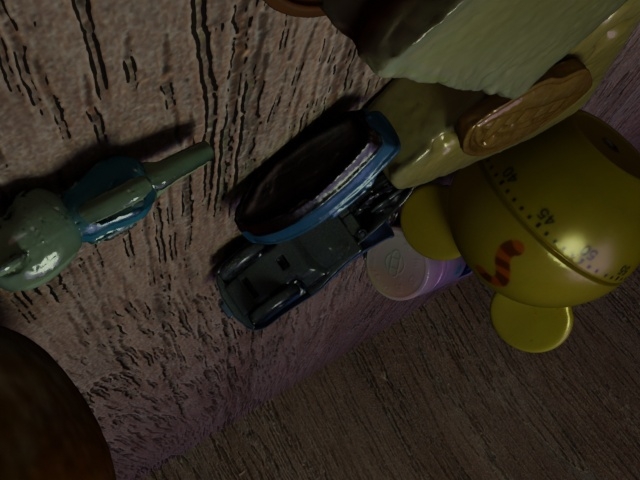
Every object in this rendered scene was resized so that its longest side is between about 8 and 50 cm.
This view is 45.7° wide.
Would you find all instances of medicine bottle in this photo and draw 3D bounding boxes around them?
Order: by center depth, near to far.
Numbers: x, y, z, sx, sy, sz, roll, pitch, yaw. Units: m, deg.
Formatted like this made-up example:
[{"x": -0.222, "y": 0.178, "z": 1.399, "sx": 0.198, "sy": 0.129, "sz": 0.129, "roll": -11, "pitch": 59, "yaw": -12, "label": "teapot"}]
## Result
[{"x": 0.216, "y": 0.028, "z": 1.556, "sx": 0.152, "sy": 0.152, "sz": 0.254, "roll": -44, "pitch": 163, "yaw": 33, "label": "medicine bottle"}]

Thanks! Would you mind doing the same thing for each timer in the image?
[{"x": 0.362, "y": -0.031, "z": 1.307, "sx": 0.376, "sy": 0.376, "sz": 0.387, "roll": -13, "pitch": 150, "yaw": -53, "label": "timer"}]

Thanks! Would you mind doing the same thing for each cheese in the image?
[{"x": 0.254, "y": -0.229, "z": 0.917, "sx": 0.384, "sy": 0.104, "sz": 0.384, "roll": -31, "pitch": 166, "yaw": -9, "label": "cheese"}]

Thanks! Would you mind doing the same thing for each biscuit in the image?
[{"x": 0.232, "y": -0.148, "z": 0.868, "sx": 0.220, "sy": 0.029, "sz": 0.142, "roll": -21, "pitch": 161, "yaw": -38, "label": "biscuit"}]

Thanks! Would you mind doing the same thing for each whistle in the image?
[{"x": -0.198, "y": -0.031, "z": 0.662, "sx": 0.235, "sy": 0.077, "sz": 0.114, "roll": -33, "pitch": -166, "yaw": -23, "label": "whistle"}]

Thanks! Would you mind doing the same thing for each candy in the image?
[{"x": 0.133, "y": -0.216, "z": 0.578, "sx": 0.179, "sy": 0.135, "sz": 0.320, "roll": -42, "pitch": 166, "yaw": 29, "label": "candy"}]

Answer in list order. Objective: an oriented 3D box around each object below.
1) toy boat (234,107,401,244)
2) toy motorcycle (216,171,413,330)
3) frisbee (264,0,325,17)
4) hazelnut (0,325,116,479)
[{"x": -0.005, "y": -0.067, "z": 0.897, "sx": 0.223, "sy": 0.100, "sz": 0.097, "roll": -37, "pitch": 151, "yaw": 17, "label": "toy boat"}, {"x": 0.000, "y": 0.000, "z": 1.098, "sx": 0.358, "sy": 0.125, "sz": 0.212, "roll": -37, "pitch": 173, "yaw": 21, "label": "toy motorcycle"}, {"x": 0.052, "y": -0.260, "z": 0.558, "sx": 0.251, "sy": 0.021, "sz": 0.251, "roll": -32, "pitch": 165, "yaw": -10, "label": "frisbee"}, {"x": -0.383, "y": 0.246, "z": 0.688, "sx": 0.359, "sy": 0.359, "sz": 0.409, "roll": -37, "pitch": 161, "yaw": 11, "label": "hazelnut"}]
